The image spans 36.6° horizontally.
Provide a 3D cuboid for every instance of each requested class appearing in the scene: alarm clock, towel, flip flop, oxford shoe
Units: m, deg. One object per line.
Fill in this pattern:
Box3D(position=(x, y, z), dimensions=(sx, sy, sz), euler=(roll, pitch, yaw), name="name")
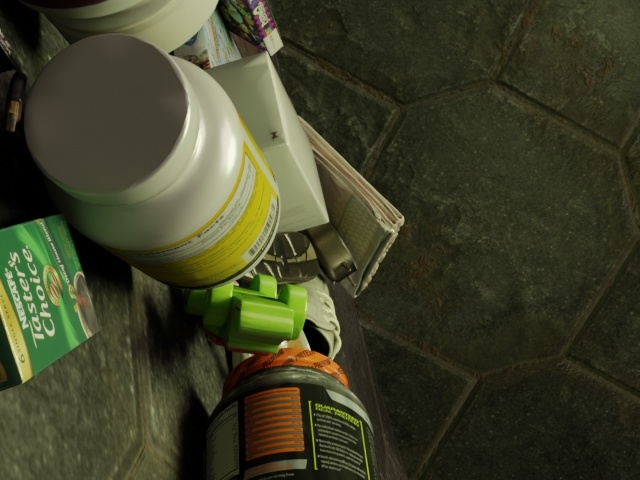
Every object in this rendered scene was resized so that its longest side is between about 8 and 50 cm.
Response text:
Box3D(position=(0.000, 0.000, 1.778), dimensions=(0.192, 0.064, 0.129), euler=(58, -4, 20), name="alarm clock")
Box3D(position=(0.000, -0.064, 1.857), dimensions=(0.317, 0.053, 0.331), euler=(45, -25, 12), name="towel")
Box3D(position=(-0.101, 0.025, 1.566), dimensions=(0.277, 0.080, 0.112), euler=(9, 66, -59), name="flip flop")
Box3D(position=(-0.024, 0.154, 1.596), dimensions=(0.449, 0.130, 0.169), euler=(-44, 123, -74), name="oxford shoe")

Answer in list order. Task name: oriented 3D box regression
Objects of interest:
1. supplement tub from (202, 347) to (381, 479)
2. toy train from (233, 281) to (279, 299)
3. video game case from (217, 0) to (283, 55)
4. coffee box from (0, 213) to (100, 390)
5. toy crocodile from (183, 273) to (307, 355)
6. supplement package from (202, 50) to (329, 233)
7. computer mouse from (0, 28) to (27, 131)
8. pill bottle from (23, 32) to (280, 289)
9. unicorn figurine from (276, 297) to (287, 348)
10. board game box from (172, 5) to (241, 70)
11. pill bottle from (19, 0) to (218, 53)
Box3D(position=(-0.031, 0.295, 1.094), dimensions=(0.338, 0.207, 0.207), euler=(-96, 168, -52), name="supplement tub")
Box3D(position=(-0.119, 0.078, 1.374), dimensions=(0.046, 0.166, 0.125), euler=(-52, 165, -29), name="toy train")
Box3D(position=(-0.185, -0.472, 1.817), dimensions=(0.232, 0.042, 0.210), euler=(36, -16, 31), name="video game case")
Box3D(position=(-0.230, 0.043, 0.753), dimensions=(0.184, 0.041, 0.113), euler=(-47, 121, -82), name="coffee box")
Box3D(position=(-0.099, 0.093, 1.189), dimensions=(0.340, 0.115, 0.105), euler=(-172, -88, -73), name="toy crocodile")
Box3D(position=(-0.114, -0.136, 1.551), dimensions=(0.293, 0.178, 0.175), euler=(61, 15, -65), name="supplement package")
Box3D(position=(-0.283, -0.144, 0.707), dimensions=(0.262, 0.060, 0.184), euler=(-117, -178, -57), name="computer mouse")
Box3D(position=(-0.155, -0.068, 0.944), dimensions=(0.334, 0.188, 0.187), euler=(62, 13, -75), name="pill bottle")
Box3D(position=(-0.064, 0.153, 1.331), dimensions=(0.111, 0.060, 0.161), euler=(9, -83, 55), name="unicorn figurine")
Box3D(position=(-0.191, -0.297, 1.769), dimensions=(0.318, 0.066, 0.318), euler=(64, 11, -55), name="board game box")
Box3D(position=(-0.233, -0.341, 0.849), dimensions=(0.392, 0.224, 0.224), euler=(61, 14, -63), name="pill bottle")
